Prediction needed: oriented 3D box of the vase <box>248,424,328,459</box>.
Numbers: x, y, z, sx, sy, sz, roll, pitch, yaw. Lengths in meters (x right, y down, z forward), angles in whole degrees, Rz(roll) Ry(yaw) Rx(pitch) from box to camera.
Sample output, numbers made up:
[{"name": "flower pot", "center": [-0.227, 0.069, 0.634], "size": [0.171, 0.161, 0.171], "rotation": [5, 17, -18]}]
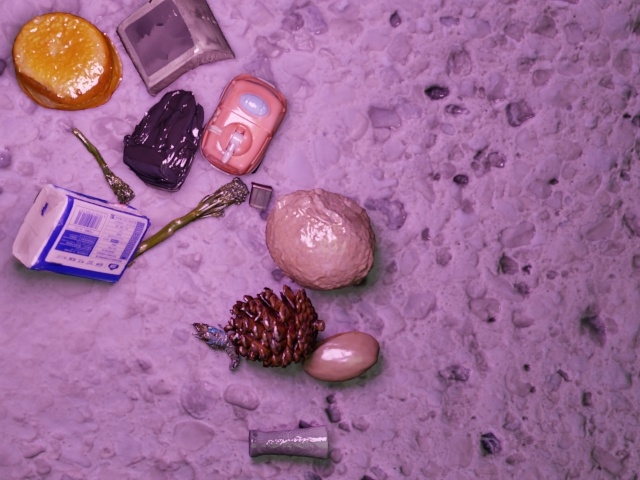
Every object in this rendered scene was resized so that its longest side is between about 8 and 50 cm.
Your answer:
[{"name": "vase", "center": [-0.092, 0.571, 1.913], "size": [0.219, 0.096, 0.096], "rotation": [1, 95, -7]}]

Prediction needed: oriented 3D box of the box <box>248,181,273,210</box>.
[{"name": "box", "center": [-0.165, -0.121, 1.842], "size": [0.060, 0.085, 0.063], "rotation": [14, 98, -11]}]

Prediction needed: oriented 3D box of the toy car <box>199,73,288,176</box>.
[{"name": "toy car", "center": [-0.198, -0.299, 1.753], "size": [0.180, 0.212, 0.271], "rotation": [28, 90, -11]}]

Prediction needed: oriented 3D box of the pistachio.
[{"name": "pistachio", "center": [0.057, 0.327, 1.898], "size": [0.225, 0.136, 0.136], "rotation": [-13, 97, 0]}]

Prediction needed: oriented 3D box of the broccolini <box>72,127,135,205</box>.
[{"name": "broccolini", "center": [-0.571, -0.197, 1.784], "size": [0.051, 0.054, 0.239], "rotation": [-33, 97, 9]}]

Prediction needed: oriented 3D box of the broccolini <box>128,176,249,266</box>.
[{"name": "broccolini", "center": [-0.362, -0.041, 1.836], "size": [0.392, 0.079, 0.074], "rotation": [-33, 110, 2]}]

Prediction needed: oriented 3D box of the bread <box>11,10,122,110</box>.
[{"name": "bread", "center": [-0.635, -0.451, 1.700], "size": [0.268, 0.145, 0.269], "rotation": [0, 92, -12]}]

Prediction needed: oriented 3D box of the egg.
[{"name": "egg", "center": [0.000, 0.000, 1.790], "size": [0.310, 0.279, 0.279], "rotation": [27, 90, 4]}]

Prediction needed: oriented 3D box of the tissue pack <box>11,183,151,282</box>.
[{"name": "tissue pack", "center": [-0.587, -0.017, 1.678], "size": [0.137, 0.269, 0.209], "rotation": [39, 103, 33]}]

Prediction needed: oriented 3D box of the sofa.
[{"name": "sofa", "center": [-0.380, -0.515, 1.761], "size": [0.225, 0.176, 0.210], "rotation": [-30, 90, 22]}]

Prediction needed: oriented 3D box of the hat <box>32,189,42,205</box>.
[{"name": "hat", "center": [-0.681, -0.067, 1.770], "size": [0.145, 0.067, 0.146], "rotation": [-3, 84, 31]}]

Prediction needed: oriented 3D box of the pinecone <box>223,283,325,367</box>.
[{"name": "pinecone", "center": [-0.118, 0.233, 1.819], "size": [0.272, 0.224, 0.224], "rotation": [-10, 97, 15]}]

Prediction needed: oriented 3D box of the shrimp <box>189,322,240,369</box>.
[{"name": "shrimp", "center": [-0.286, 0.280, 1.876], "size": [0.082, 0.076, 0.174], "rotation": [-30, 108, 35]}]

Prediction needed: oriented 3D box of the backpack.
[{"name": "backpack", "center": [-0.395, -0.268, 1.744], "size": [0.206, 0.133, 0.258], "rotation": [17, 76, 30]}]
